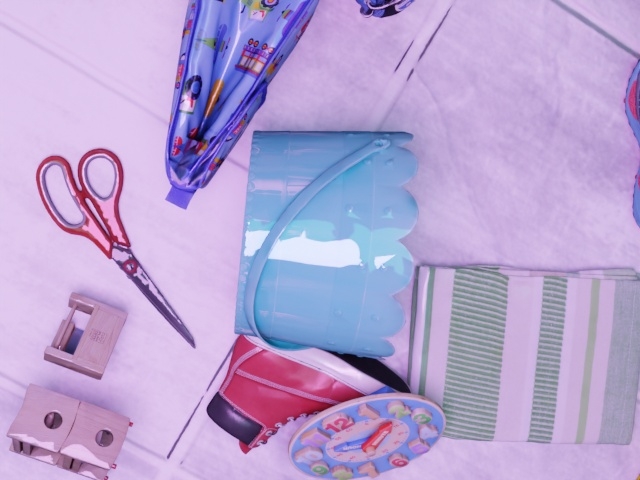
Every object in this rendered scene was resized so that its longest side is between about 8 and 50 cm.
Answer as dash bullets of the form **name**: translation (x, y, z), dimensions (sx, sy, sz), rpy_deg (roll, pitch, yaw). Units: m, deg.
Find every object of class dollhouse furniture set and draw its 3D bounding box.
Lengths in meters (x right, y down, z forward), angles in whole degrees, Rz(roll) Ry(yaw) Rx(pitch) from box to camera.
- **dollhouse furniture set**: translation (-0.289, 0.187, 1.052), dimensions (0.129, 0.129, 0.184), rpy_deg (22, 63, -9)

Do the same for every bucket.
- **bucket**: translation (0.000, 0.000, 0.982), dimensions (0.183, 0.281, 0.281), rpy_deg (5, 96, -4)

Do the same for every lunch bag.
- **lunch bag**: translation (-0.118, -0.177, 0.964), dimensions (0.138, 0.221, 0.293), rpy_deg (22, 93, -9)

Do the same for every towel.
- **towel**: translation (0.278, 0.154, 1.144), dimensions (0.324, 0.038, 0.248), rpy_deg (3, 96, -8)

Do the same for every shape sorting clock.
- **shape sorting clock**: translation (0.060, 0.255, 1.069), dimensions (0.206, 0.040, 0.206), rpy_deg (-6, 136, -6)

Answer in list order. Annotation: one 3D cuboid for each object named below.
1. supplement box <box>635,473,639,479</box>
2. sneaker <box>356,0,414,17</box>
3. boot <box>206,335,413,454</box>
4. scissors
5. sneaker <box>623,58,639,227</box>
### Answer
- **supplement box**: translation (0.606, 0.282, 1.116), dimensions (0.195, 0.194, 0.357), rpy_deg (30, 91, -9)
- **sneaker**: translation (0.076, -0.321, 0.930), dimensions (0.129, 0.330, 0.147), rpy_deg (-25, 114, 17)
- **boot**: translation (-0.016, 0.216, 1.095), dimensions (0.244, 0.088, 0.176), rpy_deg (23, 101, -9)
- **scissors**: translation (-0.261, 0.022, 1.073), dimensions (0.109, 0.021, 0.297), rpy_deg (-23, 99, -7)
- **sneaker**: translation (0.474, -0.128, 1.090), dimensions (0.104, 0.125, 0.262), rpy_deg (-8, 97, -7)
